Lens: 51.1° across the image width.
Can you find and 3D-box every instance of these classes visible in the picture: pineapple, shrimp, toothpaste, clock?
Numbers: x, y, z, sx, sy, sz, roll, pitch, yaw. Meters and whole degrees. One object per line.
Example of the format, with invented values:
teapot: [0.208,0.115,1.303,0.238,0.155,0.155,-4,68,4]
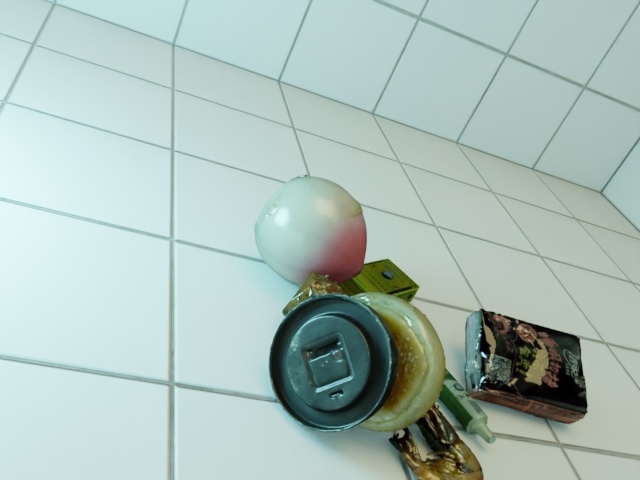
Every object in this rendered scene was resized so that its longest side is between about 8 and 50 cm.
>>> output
pineapple: [0.047,0.210,1.606,0.278,0.158,0.158,41,29,1]
shrimp: [0.227,0.439,1.450,0.178,0.075,0.289,-10,58,-44]
toothpaste: [0.297,0.348,1.659,0.098,0.061,0.392,1,34,-38]
clock: [0.026,0.250,1.375,0.280,0.281,0.055,43,9,27]

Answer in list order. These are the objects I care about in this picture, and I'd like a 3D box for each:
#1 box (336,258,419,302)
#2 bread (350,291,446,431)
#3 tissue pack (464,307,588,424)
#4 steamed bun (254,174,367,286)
box: [0.164,0.127,1.909,0.220,0.064,0.141,-6,42,-48]
bread: [0.128,0.257,1.443,0.305,0.306,0.158,43,13,28]
tissue pack: [0.537,0.336,1.769,0.332,0.123,0.245,17,57,-14]
steamed bun: [0.000,0.000,1.739,0.309,0.309,0.309,20,29,-12]
